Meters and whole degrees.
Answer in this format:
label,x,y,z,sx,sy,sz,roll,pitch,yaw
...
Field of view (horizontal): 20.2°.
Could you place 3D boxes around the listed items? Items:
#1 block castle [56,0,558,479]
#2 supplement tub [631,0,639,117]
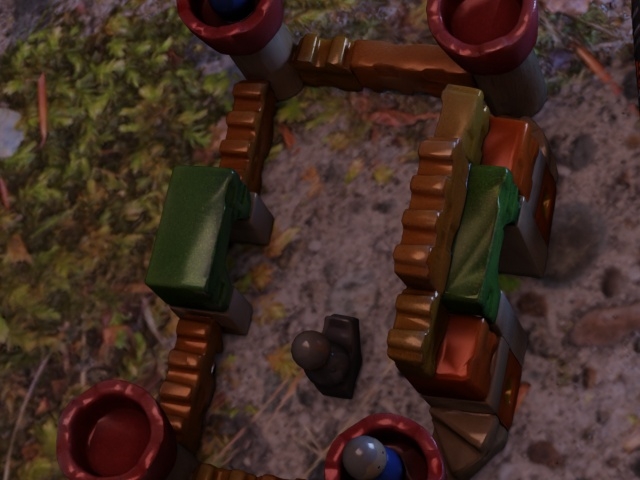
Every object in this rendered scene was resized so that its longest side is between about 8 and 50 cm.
label,x,y,z,sx,sy,sz,roll,pitch,yaw
block castle,0.000,0.000,1.366,0.303,0.213,0.453,6,70,19
supplement tub,0.297,-0.112,1.380,0.106,0.106,0.197,-7,66,15
